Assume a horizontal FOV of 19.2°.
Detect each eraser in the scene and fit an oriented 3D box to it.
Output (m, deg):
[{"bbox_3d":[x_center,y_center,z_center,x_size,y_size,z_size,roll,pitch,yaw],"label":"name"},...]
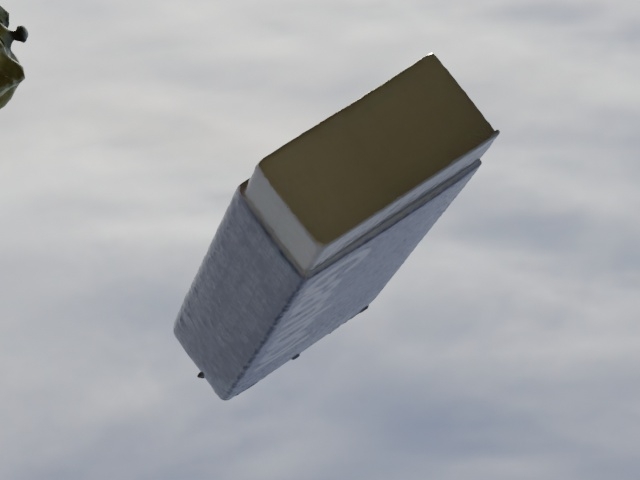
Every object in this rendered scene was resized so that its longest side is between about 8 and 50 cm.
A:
[{"bbox_3d":[0.000,0.000,0.775,0.092,0.212,0.046,-33,-99,-21],"label":"eraser"}]

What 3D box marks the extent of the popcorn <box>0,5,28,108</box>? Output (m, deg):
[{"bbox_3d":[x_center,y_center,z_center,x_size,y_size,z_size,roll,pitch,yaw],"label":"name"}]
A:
[{"bbox_3d":[-0.367,-0.179,1.748,0.169,0.189,0.218,-32,-155,14],"label":"popcorn"}]
